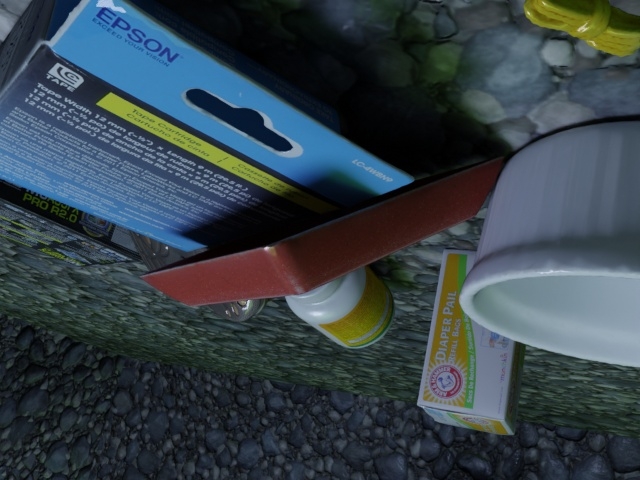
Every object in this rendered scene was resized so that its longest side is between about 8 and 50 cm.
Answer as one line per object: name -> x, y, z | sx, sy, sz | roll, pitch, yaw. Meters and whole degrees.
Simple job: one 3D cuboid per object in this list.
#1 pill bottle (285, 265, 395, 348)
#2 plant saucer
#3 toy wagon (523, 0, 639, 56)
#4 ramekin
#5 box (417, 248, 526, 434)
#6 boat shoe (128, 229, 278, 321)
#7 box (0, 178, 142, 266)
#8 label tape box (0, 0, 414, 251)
pill bottle -> 0.020, 0.070, 0.952 | 0.117, 0.118, 0.208 | 4, 159, 27
plant saucer -> 0.000, 0.000, 0.628 | 0.259, 0.048, 0.258 | -21, -175, -35
toy wagon -> 0.177, -0.176, 0.206 | 0.267, 0.068, 0.344 | 17, 162, -10
ramekin -> 0.268, 0.014, 0.590 | 0.277, 0.135, 0.277 | 13, 162, 4
box -> 0.198, 0.127, 0.858 | 0.103, 0.203, 0.114 | 5, 160, 24
boat shoe -> -0.140, 0.006, 0.862 | 0.324, 0.116, 0.123 | 22, 135, 45
box -> -0.426, -0.038, 1.040 | 0.216, 0.060, 0.270 | -5, 154, 45
label tape box -> -0.123, -0.102, 0.563 | 0.249, 0.115, 0.347 | 25, 155, -33
